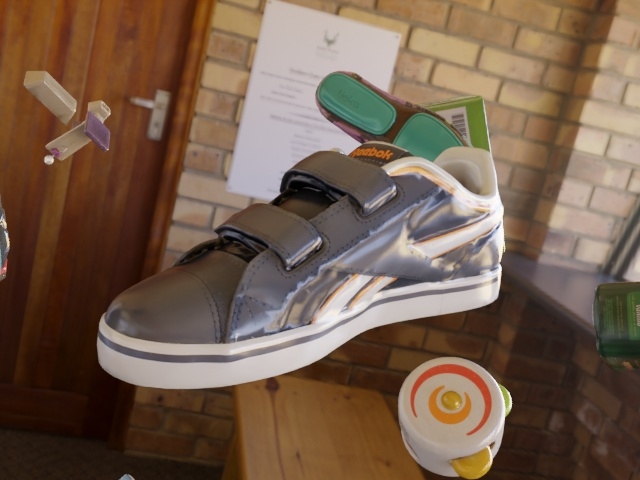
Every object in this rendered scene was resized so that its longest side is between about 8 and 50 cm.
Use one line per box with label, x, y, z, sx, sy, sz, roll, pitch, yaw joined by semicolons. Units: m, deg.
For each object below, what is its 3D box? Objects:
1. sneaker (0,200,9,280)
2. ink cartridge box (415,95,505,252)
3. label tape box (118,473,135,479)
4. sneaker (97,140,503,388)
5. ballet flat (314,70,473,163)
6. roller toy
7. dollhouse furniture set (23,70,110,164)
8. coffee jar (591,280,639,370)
sneaker;-0.318;-0.058;0.481;0.262;0.104;0.125;40;40;26
ink cartridge box;0.171;-0.093;0.966;0.097;0.188;0.255;-9;10;11
label tape box;-0.254;0.483;0.913;0.241;0.106;0.334;-40;34;-18
sneaker;0.000;0.000;0.503;0.321;0.127;0.126;-12;21;-38
ballet flat;0.088;-0.109;0.787;0.221;0.077;0.079;37;5;26
roller toy;0.238;0.321;1.343;0.191;0.209;0.146;16;-33;20
dollhouse furniture set;-0.314;-0.148;0.852;0.114;0.081;0.091;50;18;-41
coffee jar;0.351;0.076;0.669;0.184;0.079;0.096;-8;-25;30
